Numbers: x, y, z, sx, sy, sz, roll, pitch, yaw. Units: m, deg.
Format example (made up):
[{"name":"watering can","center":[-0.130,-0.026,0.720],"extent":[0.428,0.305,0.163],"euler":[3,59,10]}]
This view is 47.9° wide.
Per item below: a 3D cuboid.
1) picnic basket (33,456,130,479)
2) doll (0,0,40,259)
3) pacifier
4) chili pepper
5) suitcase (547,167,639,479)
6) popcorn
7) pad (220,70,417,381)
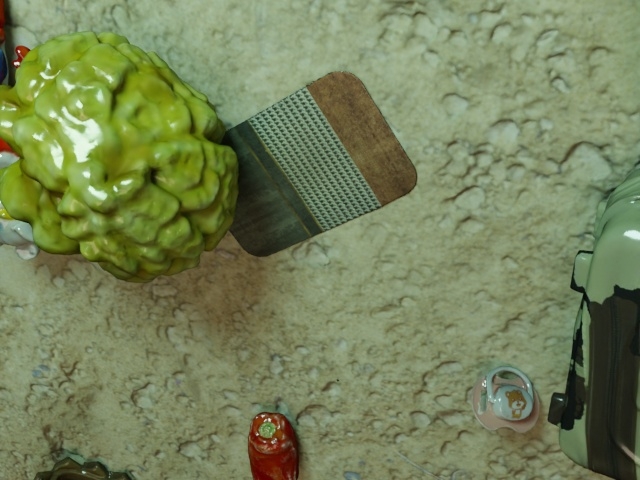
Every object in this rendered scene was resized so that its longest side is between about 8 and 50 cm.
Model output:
[{"name":"picnic basket","center":[-0.370,0.483,1.096],"extent":[0.254,0.291,0.321],"euler":[23,135,1]},{"name":"doll","center":[-0.400,-0.152,0.842],"extent":[0.188,0.099,0.384],"euler":[-4,116,16]},{"name":"pacifier","center":[0.228,0.204,0.919],"extent":[0.099,0.081,0.078],"euler":[10,160,-16]},{"name":"chili pepper","center":[-0.067,0.306,1.046],"extent":[0.070,0.073,0.123],"euler":[-19,126,-23]},{"name":"suitcase","center":[0.425,0.114,0.713],"extent":[0.339,0.194,0.351],"euler":[15,127,27]},{"name":"popcorn","center":[-0.213,-0.080,0.761],"extent":[0.258,0.224,0.270],"euler":[21,135,25]},{"name":"pad","center":[0.009,-0.006,0.843],"extent":[0.250,0.055,0.323],"euler":[-25,94,25]}]
